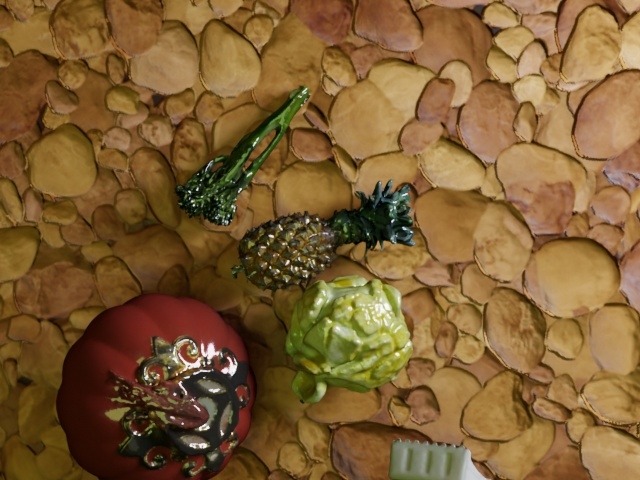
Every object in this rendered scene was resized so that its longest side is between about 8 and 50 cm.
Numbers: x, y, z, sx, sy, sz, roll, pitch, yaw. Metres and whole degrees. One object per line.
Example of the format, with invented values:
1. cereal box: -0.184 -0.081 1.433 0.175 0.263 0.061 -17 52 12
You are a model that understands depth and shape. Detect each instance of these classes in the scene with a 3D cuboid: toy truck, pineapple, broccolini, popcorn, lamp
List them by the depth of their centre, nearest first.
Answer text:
1. lamp: -0.173 0.171 1.306 0.227 0.227 0.226 0 92 9
2. popcorn: 0.032 0.105 1.314 0.136 0.141 0.162 30 57 9
3. toy truck: 0.132 0.364 1.321 0.136 0.111 0.285 -1 84 38
4. pineapple: 0.000 -0.001 1.331 0.221 0.103 0.083 -20 88 10
5. broccolini: -0.080 -0.097 1.377 0.074 0.058 0.201 45 82 -10
